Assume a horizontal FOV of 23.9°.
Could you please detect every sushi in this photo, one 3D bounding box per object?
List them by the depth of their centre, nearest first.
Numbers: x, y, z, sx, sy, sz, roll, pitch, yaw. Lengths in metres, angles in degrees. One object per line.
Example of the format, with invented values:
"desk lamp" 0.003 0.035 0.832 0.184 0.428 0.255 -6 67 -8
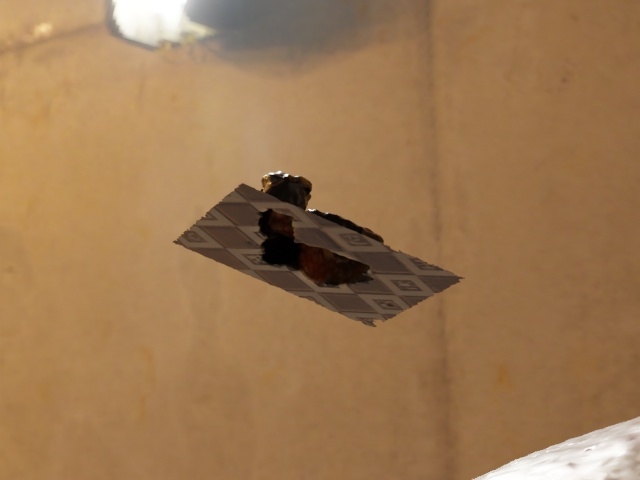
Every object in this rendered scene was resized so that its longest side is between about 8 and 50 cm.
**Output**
"sushi" 0.000 0.000 0.783 0.120 0.126 0.026 -34 -144 63

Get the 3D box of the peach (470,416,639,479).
"peach" 0.122 0.178 0.497 0.381 0.306 0.242 -10 -138 -4
